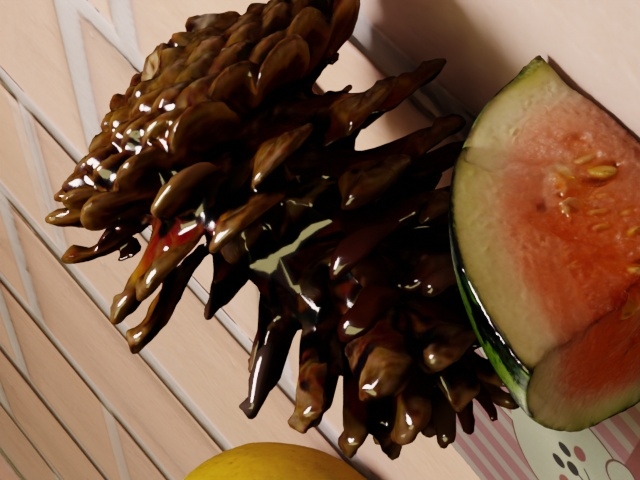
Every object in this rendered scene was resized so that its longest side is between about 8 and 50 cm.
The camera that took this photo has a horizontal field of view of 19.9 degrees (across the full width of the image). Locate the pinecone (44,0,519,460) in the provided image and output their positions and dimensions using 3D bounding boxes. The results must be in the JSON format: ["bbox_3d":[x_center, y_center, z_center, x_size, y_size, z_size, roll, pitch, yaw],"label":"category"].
[{"bbox_3d":[-0.002,0.002,1.030,0.292,0.246,0.246,45,160,1],"label":"pinecone"}]

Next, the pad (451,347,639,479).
[{"bbox_3d":[0.151,0.133,1.193,0.202,0.005,0.300,50,159,19],"label":"pad"}]

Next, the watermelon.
[{"bbox_3d":[0.115,0.023,0.911,0.137,0.145,0.193,-1,120,61],"label":"watermelon"}]

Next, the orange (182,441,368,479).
[{"bbox_3d":[-0.026,0.309,1.544,0.279,0.235,0.279,39,155,23],"label":"orange"}]

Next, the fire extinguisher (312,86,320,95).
[{"bbox_3d":[-0.019,-0.106,1.212,0.083,0.022,0.028,51,121,19],"label":"fire extinguisher"}]
